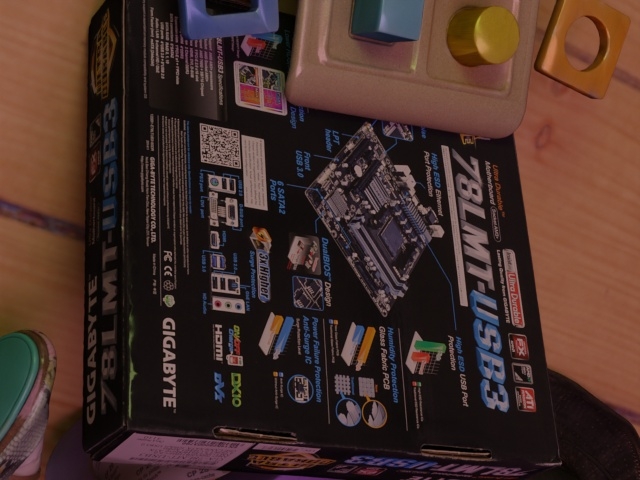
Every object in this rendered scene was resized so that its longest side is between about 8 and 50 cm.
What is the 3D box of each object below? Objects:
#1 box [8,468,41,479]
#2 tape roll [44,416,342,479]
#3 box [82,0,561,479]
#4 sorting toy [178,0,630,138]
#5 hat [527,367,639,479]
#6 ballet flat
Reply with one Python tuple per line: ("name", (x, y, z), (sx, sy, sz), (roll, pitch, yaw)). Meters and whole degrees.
("box", (-0.308, 0.152, 0.902), (0.164, 0.021, 0.201), (-46, 120, -5))
("tape roll", (-0.080, 0.161, 0.918), (0.189, 0.189, 0.080), (-23, 116, -17))
("box", (0.000, 0.000, 0.877), (0.293, 0.073, 0.295), (9, 63, -29))
("sorting toy", (0.076, -0.169, 0.874), (0.347, 0.047, 0.196), (6, 96, -31))
("hat", (0.162, 0.265, 1.104), (0.331, 0.134, 0.331), (-9, 111, -23))
("ballet flat", (-0.229, 0.152, 0.893), (0.221, 0.077, 0.079), (-52, 139, 3))
